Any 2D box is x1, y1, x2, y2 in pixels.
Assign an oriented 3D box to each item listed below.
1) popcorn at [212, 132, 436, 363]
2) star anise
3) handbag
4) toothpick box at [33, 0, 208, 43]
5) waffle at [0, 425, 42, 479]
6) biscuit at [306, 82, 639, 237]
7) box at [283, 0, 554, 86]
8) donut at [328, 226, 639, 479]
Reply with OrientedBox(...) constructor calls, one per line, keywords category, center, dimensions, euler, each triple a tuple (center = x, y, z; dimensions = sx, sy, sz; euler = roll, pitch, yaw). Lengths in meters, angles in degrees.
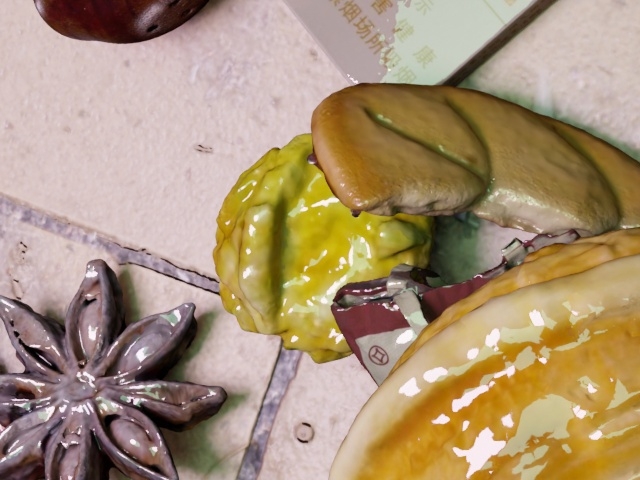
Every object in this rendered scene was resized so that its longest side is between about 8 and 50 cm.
OrientedBox(category="popcorn", center=(0.002, 0.001, 1.317), dimensions=(0.198, 0.155, 0.197), euler=(0, 91, -1))
OrientedBox(category="star anise", center=(-0.199, 0.145, 1.397), dimensions=(0.236, 0.109, 0.223), euler=(23, 68, 20))
OrientedBox(category="handbag", center=(0.147, 0.103, 1.255), dimensions=(0.213, 0.127, 0.235), euler=(-18, 122, 16))
OrientedBox(category="toothpick box", center=(-0.201, -0.308, 1.364), dimensions=(0.192, 0.192, 0.294), euler=(-38, 75, 15))
OrientedBox(category="waffle", center=(-0.358, 0.202, 1.484), dimensions=(0.234, 0.055, 0.221), euler=(34, 101, 15))
OrientedBox(category="biscuit", center=(0.136, -0.062, 1.255), dimensions=(0.299, 0.154, 0.045), euler=(7, 134, -15))
OrientedBox(category="box", center=(0.135, -0.282, 1.319), dimensions=(0.365, 0.051, 0.204), euler=(-41, 78, 14))
OrientedBox(category="donut", center=(0.217, 0.178, 1.118), dimensions=(0.449, 0.449, 0.198), euler=(-30, 41, 16))
